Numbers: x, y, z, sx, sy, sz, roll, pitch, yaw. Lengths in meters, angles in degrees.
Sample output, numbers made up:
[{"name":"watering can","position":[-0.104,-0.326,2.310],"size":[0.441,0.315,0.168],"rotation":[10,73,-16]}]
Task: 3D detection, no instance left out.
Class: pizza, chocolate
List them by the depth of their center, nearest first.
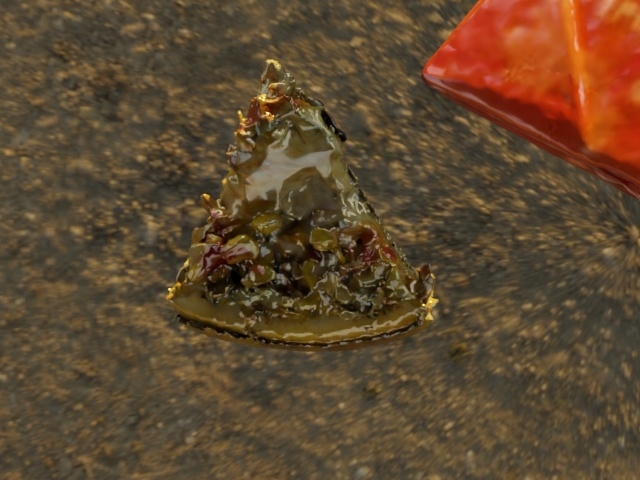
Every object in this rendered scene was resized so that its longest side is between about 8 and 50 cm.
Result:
[{"name":"chocolate","position":[0.203,-0.052,0.600],"size":[0.235,0.237,0.108],"rotation":[30,103,28]},{"name":"pizza","position":[0.000,0.000,1.214],"size":[0.251,0.074,0.287],"rotation":[21,120,3]}]
